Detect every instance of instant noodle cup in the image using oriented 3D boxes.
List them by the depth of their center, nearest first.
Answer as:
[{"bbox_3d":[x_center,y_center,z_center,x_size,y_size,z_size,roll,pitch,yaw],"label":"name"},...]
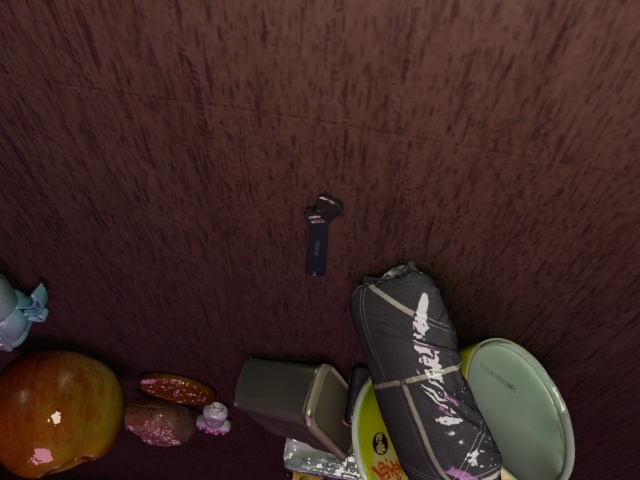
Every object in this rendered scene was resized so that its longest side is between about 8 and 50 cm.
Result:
[{"bbox_3d":[0.231,0.303,1.055,0.311,0.311,0.221,25,138,-25],"label":"instant noodle cup"}]

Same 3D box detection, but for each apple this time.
[{"bbox_3d":[-0.577,0.382,1.468,0.302,0.301,0.301,8,151,5],"label":"apple"}]

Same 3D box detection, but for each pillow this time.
[{"bbox_3d":[0.136,0.196,0.894,0.093,0.335,0.161,-13,174,-38],"label":"pillow"}]

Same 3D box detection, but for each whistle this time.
[{"bbox_3d":[-0.564,0.114,1.176,0.186,0.093,0.274,11,148,-1],"label":"whistle"}]

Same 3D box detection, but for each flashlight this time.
[{"bbox_3d":[-0.269,0.454,1.718,0.093,0.047,0.200,14,151,-5],"label":"flashlight"}]

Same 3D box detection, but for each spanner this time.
[{"bbox_3d":[0.000,0.000,0.861,0.046,0.012,0.208,9,151,2],"label":"spanner"}]

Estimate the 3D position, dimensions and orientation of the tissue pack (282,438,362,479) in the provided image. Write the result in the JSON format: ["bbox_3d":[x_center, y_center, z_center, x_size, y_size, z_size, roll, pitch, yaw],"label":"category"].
[{"bbox_3d":[0.051,0.492,1.565,0.228,0.103,0.315,6,166,8],"label":"tissue pack"}]

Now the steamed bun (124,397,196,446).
[{"bbox_3d":[-0.394,0.453,1.684,0.145,0.106,0.175,3,155,26],"label":"steamed bun"}]

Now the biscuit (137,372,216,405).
[{"bbox_3d":[-0.335,0.351,1.578,0.188,0.027,0.188,7,151,4],"label":"biscuit"}]

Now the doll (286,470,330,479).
[{"bbox_3d":[0.040,0.609,1.787,0.291,0.086,0.117,8,-166,-42],"label":"doll"}]

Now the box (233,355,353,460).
[{"bbox_3d":[-0.038,0.326,1.346,0.178,0.138,0.274,6,150,23],"label":"box"}]

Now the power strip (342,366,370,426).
[{"bbox_3d":[0.174,0.314,1.260,0.257,0.105,0.070,13,159,-4],"label":"power strip"}]
